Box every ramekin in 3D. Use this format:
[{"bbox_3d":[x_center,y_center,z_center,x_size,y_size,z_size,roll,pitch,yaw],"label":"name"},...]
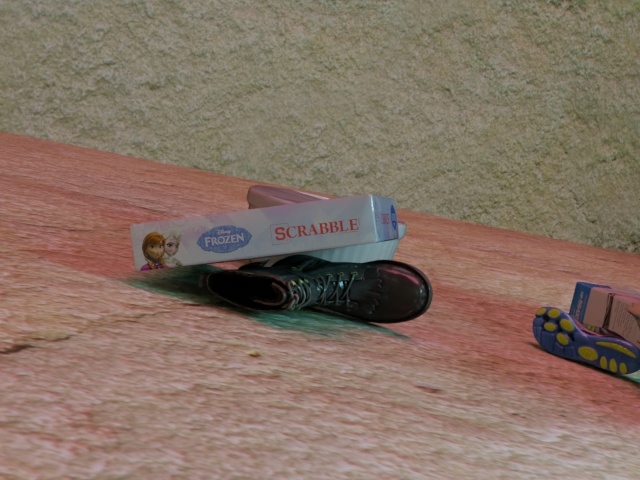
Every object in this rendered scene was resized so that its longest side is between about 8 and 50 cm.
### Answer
[{"bbox_3d":[0.000,0.000,1.819,0.272,0.127,0.273,13,7,-2],"label":"ramekin"}]

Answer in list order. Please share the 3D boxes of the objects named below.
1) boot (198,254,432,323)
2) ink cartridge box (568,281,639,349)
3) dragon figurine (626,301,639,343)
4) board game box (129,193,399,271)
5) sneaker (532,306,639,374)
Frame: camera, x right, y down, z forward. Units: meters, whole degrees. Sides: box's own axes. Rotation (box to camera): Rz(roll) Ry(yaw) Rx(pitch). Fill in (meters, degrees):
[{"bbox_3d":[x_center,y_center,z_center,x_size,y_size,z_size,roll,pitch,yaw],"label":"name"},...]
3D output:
[{"bbox_3d":[-0.002,0.071,1.455,0.262,0.091,0.229,5,4,22],"label":"boot"},{"bbox_3d":[0.562,0.144,1.937,0.148,0.086,0.203,10,9,-26],"label":"ink cartridge box"},{"bbox_3d":[0.506,0.162,1.534,0.144,0.085,0.289,55,12,-22],"label":"dragon figurine"},{"bbox_3d":[-0.062,-0.011,1.524,0.318,0.066,0.318,-7,0,10],"label":"board game box"},{"bbox_3d":[0.403,0.157,1.654,0.188,0.067,0.078,23,1,35],"label":"sneaker"}]
